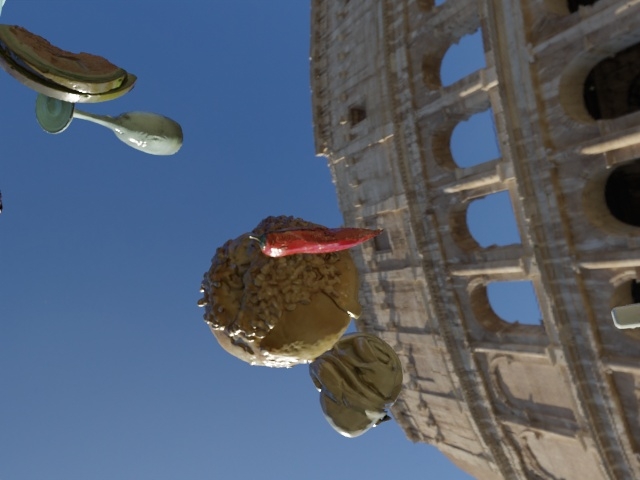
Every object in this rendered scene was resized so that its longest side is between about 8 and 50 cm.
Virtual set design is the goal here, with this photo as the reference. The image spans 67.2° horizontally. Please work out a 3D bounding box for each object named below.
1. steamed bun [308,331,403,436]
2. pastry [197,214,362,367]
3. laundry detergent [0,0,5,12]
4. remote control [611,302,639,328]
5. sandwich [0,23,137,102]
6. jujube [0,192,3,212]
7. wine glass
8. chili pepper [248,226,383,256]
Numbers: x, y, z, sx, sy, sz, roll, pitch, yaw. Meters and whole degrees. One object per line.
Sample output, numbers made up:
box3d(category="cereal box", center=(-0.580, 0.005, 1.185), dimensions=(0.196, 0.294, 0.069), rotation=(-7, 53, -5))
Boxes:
box3d(category="steamed bun", center=(0.093, 0.286, 1.030), dimensions=(0.218, 0.144, 0.211), rotation=(-6, -122, -47))
box3d(category="pastry", center=(-0.086, 0.085, 0.889), dimensions=(0.184, 0.316, 0.284), rotation=(44, -135, -54))
box3d(category="laundry detergent", center=(-0.666, -0.431, 0.705), dimensions=(0.305, 0.287, 0.287), rotation=(-33, -79, -47))
box3d(category="remote control", center=(0.419, 0.089, 0.593), dimensions=(0.190, 0.087, 0.029), rotation=(12, -112, -51))
box3d(category="sandwich", center=(-0.260, -0.178, 0.500), dimensions=(0.135, 0.029, 0.067), rotation=(5, -123, -30))
box3d(category="jujube", center=(-0.591, -0.070, 0.802), dimensions=(0.104, 0.166, 0.104), rotation=(8, -109, -25))
box3d(category="wine glass", center=(-0.351, -0.195, 0.972), dimensions=(0.096, 0.264, 0.309), rotation=(-59, -19, 13))
box3d(category="chili pepper", center=(0.000, 0.000, 0.578), dimensions=(0.178, 0.045, 0.027), rotation=(-5, -108, -28))
